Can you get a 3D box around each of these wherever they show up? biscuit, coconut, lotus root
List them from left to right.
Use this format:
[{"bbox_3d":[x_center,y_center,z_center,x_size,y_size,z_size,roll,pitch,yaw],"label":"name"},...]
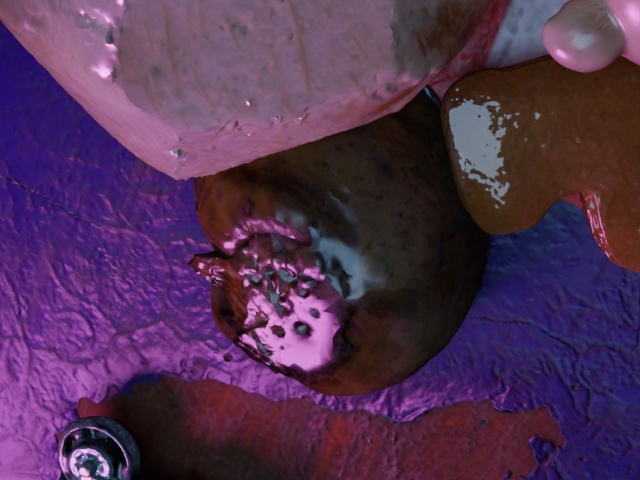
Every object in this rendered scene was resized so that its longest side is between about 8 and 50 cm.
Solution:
[{"bbox_3d":[-0.039,-0.232,0.934,0.415,0.415,0.345,-14,77,21],"label":"coconut"},{"bbox_3d":[0.000,0.000,1.117,0.272,0.192,0.272,9,116,18],"label":"lotus root"},{"bbox_3d":[0.199,-0.055,1.074,0.192,0.036,0.186,-11,102,0],"label":"biscuit"}]

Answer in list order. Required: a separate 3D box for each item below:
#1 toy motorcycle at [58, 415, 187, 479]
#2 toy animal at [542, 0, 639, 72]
[{"bbox_3d":[-0.160,0.313,1.304,0.296,0.109,0.198,40,117,2],"label":"toy motorcycle"},{"bbox_3d":[0.294,-0.236,0.935,0.345,0.277,0.247,-13,126,-12],"label":"toy animal"}]
